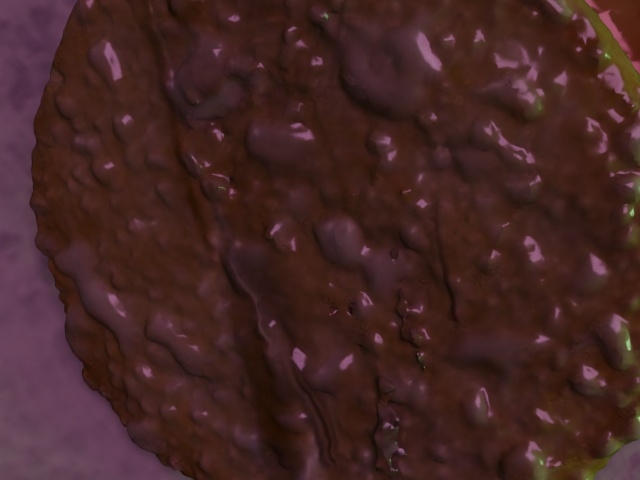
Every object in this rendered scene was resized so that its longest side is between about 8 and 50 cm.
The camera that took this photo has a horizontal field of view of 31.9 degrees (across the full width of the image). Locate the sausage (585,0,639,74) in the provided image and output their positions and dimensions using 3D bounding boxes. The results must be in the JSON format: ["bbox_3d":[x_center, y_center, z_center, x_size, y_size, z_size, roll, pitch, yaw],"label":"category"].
[{"bbox_3d":[0.078,-0.062,0.376,0.133,0.133,0.258,-34,87,-12],"label":"sausage"}]

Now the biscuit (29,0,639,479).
[{"bbox_3d":[0.001,0.000,0.344,0.220,0.033,0.219,7,109,22],"label":"biscuit"}]
